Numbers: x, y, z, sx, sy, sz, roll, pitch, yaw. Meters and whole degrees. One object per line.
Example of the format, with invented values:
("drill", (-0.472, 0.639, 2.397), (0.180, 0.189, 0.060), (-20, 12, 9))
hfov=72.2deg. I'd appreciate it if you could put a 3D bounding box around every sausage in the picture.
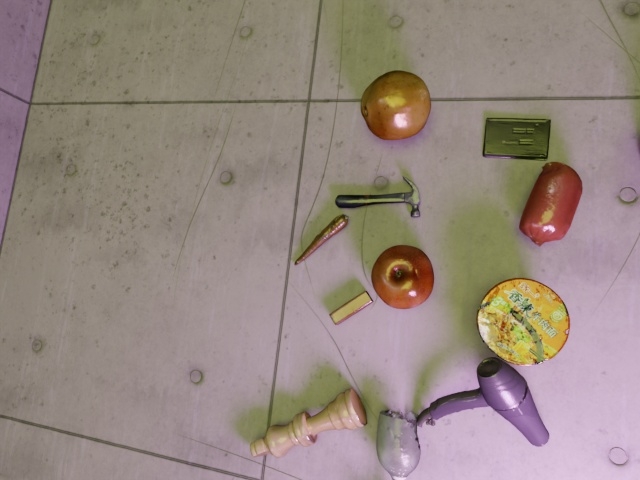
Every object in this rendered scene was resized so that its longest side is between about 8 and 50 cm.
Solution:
("sausage", (0.678, -0.107, 1.286), (0.148, 0.148, 0.255), (25, 88, 18))

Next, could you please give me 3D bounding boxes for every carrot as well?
("carrot", (0.000, 0.000, 1.510), (0.254, 0.049, 0.049), (-43, 73, 10))

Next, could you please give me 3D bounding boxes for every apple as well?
("apple", (0.255, 0.112, 1.358), (0.200, 0.162, 0.202), (-2, 83, 16))

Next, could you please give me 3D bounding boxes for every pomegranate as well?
("pomegranate", (0.242, -0.431, 1.421), (0.232, 0.233, 0.234), (-2, 81, 15))

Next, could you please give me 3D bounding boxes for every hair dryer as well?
("hair dryer", (0.440, 0.492, 1.265), (0.361, 0.121, 0.301), (-26, 111, 32))

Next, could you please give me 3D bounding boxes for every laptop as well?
("laptop", (0.624, -0.325, 1.399), (0.196, 0.016, 0.136), (6, 84, 16))

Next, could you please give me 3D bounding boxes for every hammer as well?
("hammer", (0.189, -0.144, 1.480), (0.289, 0.037, 0.137), (-1, 82, 15))

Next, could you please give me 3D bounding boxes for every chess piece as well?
("chess piece", (-0.050, 0.604, 1.397), (0.396, 0.117, 0.117), (-28, 75, 11))

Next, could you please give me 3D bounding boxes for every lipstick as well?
("lipstick", (0.101, 0.222, 1.445), (0.145, 0.045, 0.045), (-34, 73, 7))

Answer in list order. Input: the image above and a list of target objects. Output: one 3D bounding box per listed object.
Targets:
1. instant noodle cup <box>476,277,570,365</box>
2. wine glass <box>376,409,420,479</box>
("instant noodle cup", (0.557, 0.227, 1.245), (0.229, 0.182, 0.231), (-2, 81, 15))
("wine glass", (0.225, 0.671, 1.291), (0.143, 0.143, 0.322), (0, 82, 16))
